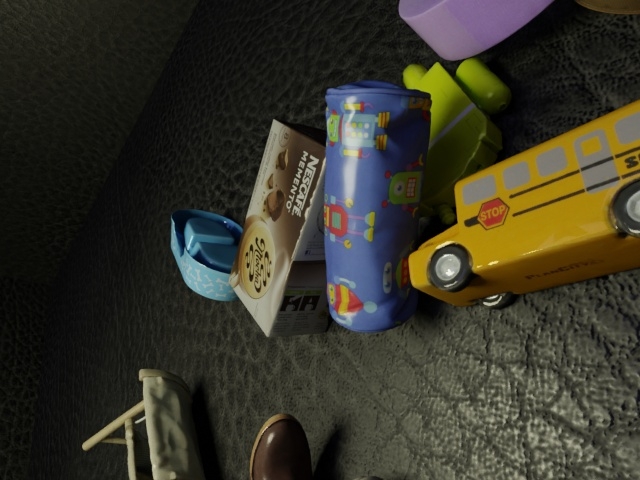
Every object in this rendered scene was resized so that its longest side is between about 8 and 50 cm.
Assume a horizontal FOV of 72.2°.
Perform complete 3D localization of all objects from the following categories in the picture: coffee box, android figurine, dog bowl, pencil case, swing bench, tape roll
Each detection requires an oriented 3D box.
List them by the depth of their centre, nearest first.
[{"bbox_3d":[0.072,-0.037,0.548,0.119,0.133,0.306,33,129,58],"label":"pencil case"},{"bbox_3d":[0.232,-0.379,0.572,0.275,0.090,0.275,-42,29,31],"label":"tape roll"},{"bbox_3d":[0.155,-0.142,0.637,0.248,0.056,0.273,-45,43,27],"label":"android figurine"},{"bbox_3d":[-0.030,-0.020,0.697,0.168,0.118,0.297,42,119,47],"label":"coffee box"},{"bbox_3d":[-0.326,0.439,0.859,0.255,0.165,0.253,-49,41,15],"label":"swing bench"},{"bbox_3d":[-0.231,0.027,0.946,0.297,0.165,0.074,46,121,49],"label":"dog bowl"}]

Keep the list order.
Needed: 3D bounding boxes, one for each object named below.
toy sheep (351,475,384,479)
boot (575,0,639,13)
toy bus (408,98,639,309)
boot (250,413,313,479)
[{"bbox_3d":[0.055,0.321,0.513,0.132,0.091,0.091,-16,61,53],"label":"toy sheep"},{"bbox_3d":[0.377,-0.328,0.449,0.197,0.073,0.152,9,81,40],"label":"boot"},{"bbox_3d":[0.247,-0.029,0.428,0.332,0.108,0.130,-24,55,42],"label":"toy bus"},{"bbox_3d":[-0.019,0.367,0.538,0.207,0.090,0.249,-168,77,-66],"label":"boot"}]
